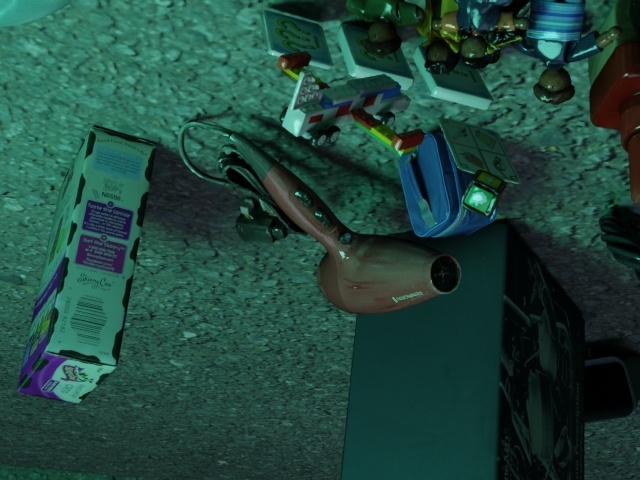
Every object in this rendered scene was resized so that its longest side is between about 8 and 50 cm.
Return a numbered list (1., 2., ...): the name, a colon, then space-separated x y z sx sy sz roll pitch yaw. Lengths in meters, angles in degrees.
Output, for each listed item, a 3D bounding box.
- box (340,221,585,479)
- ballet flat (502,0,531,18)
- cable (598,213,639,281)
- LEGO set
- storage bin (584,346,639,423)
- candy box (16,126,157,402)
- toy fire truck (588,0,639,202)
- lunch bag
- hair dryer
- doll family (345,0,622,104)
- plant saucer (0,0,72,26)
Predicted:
1. box: 0.178 0.202 1.222 0.178 0.343 0.312 -7 153 29
2. ballet flat: 0.153 -0.191 0.721 0.057 0.049 0.173 12 155 -12
3. cable: 0.350 0.026 1.048 0.184 0.047 0.150 30 -153 30
4. LEGO set: 0.056 -0.108 0.748 0.182 0.244 0.060 12 123 -15
5. storage bin: 0.388 0.196 1.488 0.135 0.098 0.091 -17 175 39
6. candy box: -0.232 0.028 1.052 0.071 0.234 0.159 14 155 -20
7. toy fire truck: 0.308 -0.063 0.735 0.217 0.246 0.158 7 156 -4
8. lunch bag: 0.112 -0.054 0.977 0.065 0.098 0.067 -2 160 -32
9. hair dryer: 0.000 0.000 1.024 0.293 0.080 0.223 20 164 23
10. doll family: 0.103 -0.152 0.705 0.076 0.111 0.193 -14 -155 -38
11. plant saucer: -0.272 -0.207 0.785 0.194 0.037 0.195 4 155 2
